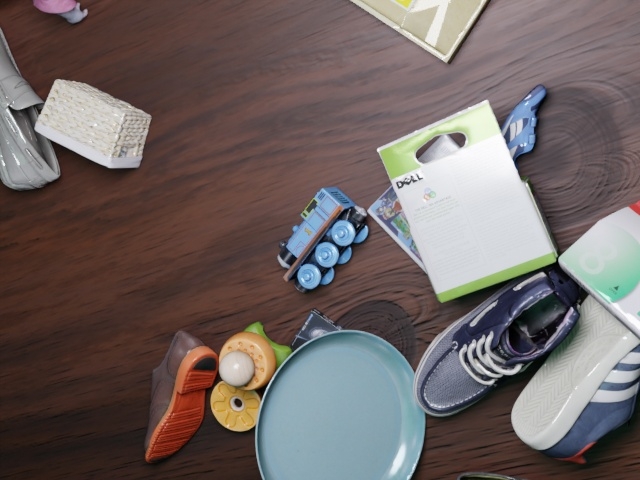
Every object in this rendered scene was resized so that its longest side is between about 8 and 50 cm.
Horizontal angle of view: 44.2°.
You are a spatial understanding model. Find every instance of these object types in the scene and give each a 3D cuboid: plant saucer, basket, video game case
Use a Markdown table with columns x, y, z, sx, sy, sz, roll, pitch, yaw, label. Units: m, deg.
| x | y | z | sx | sy | sz | roll | pitch | yaw | label |
| --- | --- | --- | --- | --- | --- | --- | --- | --- | --- |
| 0.031 | 0.304 | 1.285 | 0.044 | 0.318 | 0.317 | -5 | 100 | 61 | plant saucer |
| -0.397 | -0.207 | 1.400 | 0.167 | 0.113 | 0.103 | 27 | 103 | 12 | basket |
| 0.207 | -0.039 | 1.275 | 0.201 | 0.023 | 0.183 | 46 | 110 | 5 | video game case |

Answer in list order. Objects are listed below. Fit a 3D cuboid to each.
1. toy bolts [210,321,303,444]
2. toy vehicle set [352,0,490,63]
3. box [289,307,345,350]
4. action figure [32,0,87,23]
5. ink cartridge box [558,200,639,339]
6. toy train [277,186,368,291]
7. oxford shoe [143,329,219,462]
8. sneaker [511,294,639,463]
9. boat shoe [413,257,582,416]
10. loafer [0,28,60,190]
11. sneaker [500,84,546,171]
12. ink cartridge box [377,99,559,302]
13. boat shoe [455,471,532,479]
| x | y | z | sx | sy | sz | roll | pitch | yaw | label |
| --- | --- | --- | --- | --- | --- | --- | --- | --- | --- |
| -0.102 | 0.289 | 1.361 | 0.228 | 0.158 | 0.218 | 36 | 108 | 10 | toy bolts |
| 0.135 | -0.418 | 1.225 | 0.267 | 0.035 | 0.166 | 36 | 108 | 9 | toy vehicle set |
| -0.006 | 0.171 | 1.383 | 0.067 | 0.018 | 0.083 | 35 | 108 | 10 | box |
| -0.501 | -0.506 | 1.311 | 0.370 | 0.276 | 0.248 | 3 | 95 | 32 | action figure |
| 0.481 | 0.017 | 1.106 | 0.225 | 0.056 | 0.181 | -44 | 57 | 4 | ink cartridge box |
| 0.000 | 0.000 | 1.324 | 0.105 | 0.080 | 0.184 | 44 | 112 | 16 | toy train |
| -0.273 | 0.292 | 1.470 | 0.098 | 0.097 | 0.271 | 39 | 112 | 36 | oxford shoe |
| 0.446 | 0.189 | 1.195 | 0.148 | 0.131 | 0.350 | 36 | 98 | -24 | sneaker |
| 0.260 | 0.167 | 1.217 | 0.127 | 0.158 | 0.340 | 42 | 109 | 5 | boat shoe |
| -0.561 | -0.253 | 1.453 | 0.111 | 0.112 | 0.319 | -11 | 103 | 15 | loafer |
| 0.309 | -0.169 | 1.204 | 0.059 | 0.053 | 0.144 | 34 | 116 | 11 | sneaker |
| 0.226 | -0.060 | 1.202 | 0.189 | 0.097 | 0.255 | -22 | 91 | 20 | ink cartridge box |
| 0.324 | 0.425 | 1.276 | 0.224 | 0.073 | 0.080 | 8 | 58 | 20 | boat shoe |
